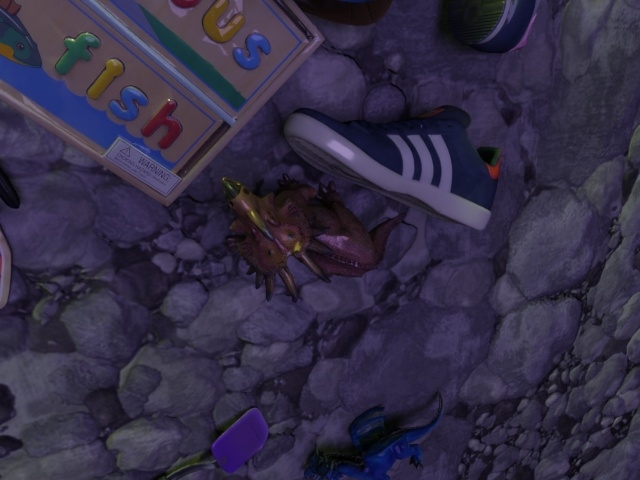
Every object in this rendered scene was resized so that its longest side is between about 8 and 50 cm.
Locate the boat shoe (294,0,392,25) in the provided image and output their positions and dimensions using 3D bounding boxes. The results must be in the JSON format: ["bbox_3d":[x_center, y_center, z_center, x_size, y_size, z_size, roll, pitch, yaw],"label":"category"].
[{"bbox_3d":[-0.056,-0.315,0.508,0.285,0.089,0.105,9,129,-23],"label":"boat shoe"}]

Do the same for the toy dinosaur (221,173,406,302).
[{"bbox_3d":[0.000,0.000,0.573,0.295,0.200,0.127,8,106,-26],"label":"toy dinosaur"}]

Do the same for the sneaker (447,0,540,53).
[{"bbox_3d":[0.264,-0.413,0.600,0.131,0.112,0.319,-1,113,-40],"label":"sneaker"}]

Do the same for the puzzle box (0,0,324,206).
[{"bbox_3d":[-0.223,-0.240,0.418,0.272,0.052,0.409,-43,126,14],"label":"puzzle box"}]

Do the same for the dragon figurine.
[{"bbox_3d":[0.110,0.365,0.821,0.289,0.085,0.144,-38,119,-4],"label":"dragon figurine"}]

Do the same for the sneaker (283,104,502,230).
[{"bbox_3d":[0.116,-0.132,0.625,0.349,0.131,0.148,18,95,-33],"label":"sneaker"}]

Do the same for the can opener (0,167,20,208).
[{"bbox_3d":[-0.374,-0.103,0.458,0.059,0.073,0.186,-24,123,-21],"label":"can opener"}]

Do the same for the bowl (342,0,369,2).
[{"bbox_3d":[-0.009,-0.396,0.380,0.391,0.077,0.392,11,74,-43],"label":"bowl"}]

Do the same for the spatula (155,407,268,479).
[{"bbox_3d":[-0.216,0.371,0.718,0.296,0.030,0.084,-27,119,-12],"label":"spatula"}]

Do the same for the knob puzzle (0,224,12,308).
[{"bbox_3d":[-0.439,0.023,0.496,0.213,0.030,0.213,-8,111,-20],"label":"knob puzzle"}]
